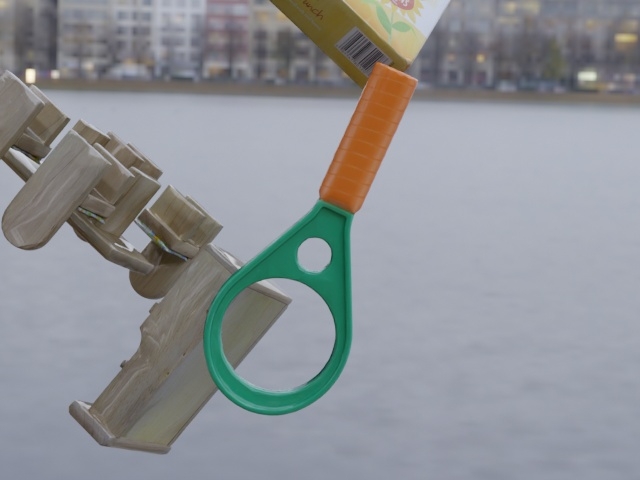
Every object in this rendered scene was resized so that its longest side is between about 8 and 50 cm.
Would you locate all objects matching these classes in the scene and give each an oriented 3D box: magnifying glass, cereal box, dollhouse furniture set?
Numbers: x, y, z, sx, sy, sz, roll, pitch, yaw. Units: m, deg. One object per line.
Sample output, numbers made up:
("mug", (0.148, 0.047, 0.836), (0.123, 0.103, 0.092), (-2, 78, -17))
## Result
("magnifying glass", (0.000, 0.000, 0.966), (0.092, 0.231, 0.026), (24, 6, -3))
("cereal box", (0.026, -0.227, 1.070), (0.047, 0.173, 0.240), (-39, 13, 41))
("dollhouse furniture set", (-0.171, 0.024, 1.198), (0.242, 0.161, 0.212), (41, 4, 22))
